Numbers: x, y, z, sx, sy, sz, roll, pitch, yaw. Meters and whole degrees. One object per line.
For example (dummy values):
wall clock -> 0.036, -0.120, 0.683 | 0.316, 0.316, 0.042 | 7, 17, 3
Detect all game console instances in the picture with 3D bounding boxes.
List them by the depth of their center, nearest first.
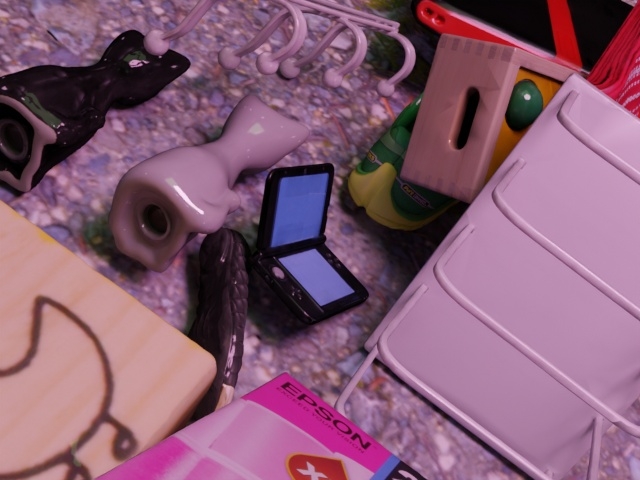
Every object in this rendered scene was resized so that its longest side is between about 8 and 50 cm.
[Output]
game console -> 0.000, 0.000, 0.799 | 0.107, 0.071, 0.122 | 47, 23, 13
game console -> 0.266, -0.240, 1.116 | 0.342, 0.060, 0.386 | 24, 30, -4

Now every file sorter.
file sorter -> 0.164, 0.058, 0.690 | 0.193, 0.277, 0.173 | 37, 23, 6

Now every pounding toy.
pounding toy -> 0.178, -0.063, 0.859 | 0.206, 0.181, 0.094 | 8, 12, -43

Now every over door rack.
over door rack -> -0.096, -0.227, 0.898 | 0.324, 0.108, 0.239 | 36, 19, 21

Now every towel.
towel -> 0.247, -0.059, 0.872 | 0.031, 0.275, 0.199 | 20, 42, 22

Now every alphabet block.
alphabet block -> -0.204, 0.122, 0.538 | 0.192, 0.193, 0.197 | 36, 46, 2

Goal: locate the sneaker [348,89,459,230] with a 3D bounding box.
sneaker -> 0.149, -0.107, 0.955 | 0.109, 0.123, 0.295 | 43, 46, 11

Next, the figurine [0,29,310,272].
figurine -> -0.134, -0.093, 0.815 | 0.215, 0.092, 0.209 | 30, 40, 9

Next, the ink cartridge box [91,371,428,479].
ink cartridge box -> 0.000, 0.162, 0.511 | 0.176, 0.069, 0.371 | 36, 11, 12

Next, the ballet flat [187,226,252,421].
ballet flat -> -0.071, 0.064, 0.752 | 0.049, 0.057, 0.173 | 37, 42, -37
